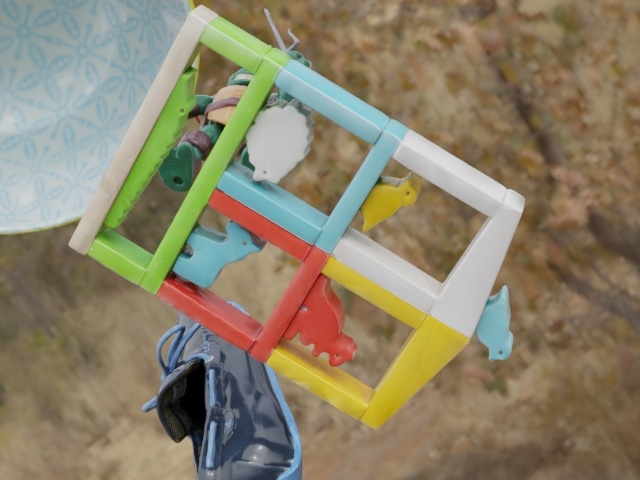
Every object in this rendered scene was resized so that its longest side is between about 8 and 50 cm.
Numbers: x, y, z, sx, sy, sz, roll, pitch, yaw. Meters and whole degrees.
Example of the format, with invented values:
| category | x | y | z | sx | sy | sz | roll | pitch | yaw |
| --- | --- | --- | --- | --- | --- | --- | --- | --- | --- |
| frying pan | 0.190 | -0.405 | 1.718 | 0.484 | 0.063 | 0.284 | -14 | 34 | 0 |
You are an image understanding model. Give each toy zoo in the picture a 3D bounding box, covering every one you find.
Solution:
| category | x | y | z | sx | sy | sz | roll | pitch | yaw |
| --- | --- | --- | --- | --- | --- | --- | --- | --- | --- |
| toy zoo | 0.000 | 0.000 | 1.008 | 0.192 | 0.293 | 0.030 | -58 | 1 | 24 |

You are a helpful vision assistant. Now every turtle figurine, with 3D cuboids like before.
| category | x | y | z | sx | sy | sz | roll | pitch | yaw |
| --- | --- | --- | --- | --- | --- | --- | --- | --- | --- |
| turtle figurine | -0.086 | -0.133 | 1.510 | 0.175 | 0.118 | 0.234 | -12 | 36 | 15 |

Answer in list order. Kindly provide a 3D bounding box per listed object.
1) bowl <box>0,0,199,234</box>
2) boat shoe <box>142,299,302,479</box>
| category | x | y | z | sx | sy | sz | roll | pitch | yaw |
| --- | --- | --- | --- | --- | --- | --- | --- | --- | --- |
| bowl | -0.236 | -0.163 | 1.128 | 0.289 | 0.289 | 0.156 | -33 | 23 | 8 |
| boat shoe | -0.086 | 0.113 | 1.168 | 0.089 | 0.109 | 0.258 | -4 | 20 | -17 |
